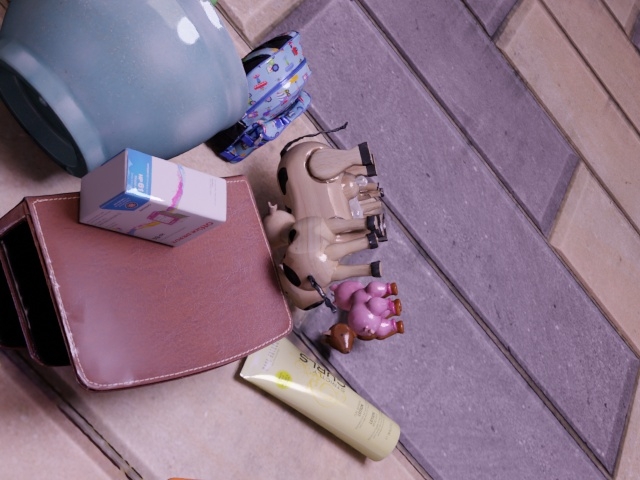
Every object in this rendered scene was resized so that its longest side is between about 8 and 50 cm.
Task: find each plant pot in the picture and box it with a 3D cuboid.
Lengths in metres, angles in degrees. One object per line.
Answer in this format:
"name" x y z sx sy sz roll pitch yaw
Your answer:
"plant pot" -0.254 -0.195 1.079 0.196 0.293 0.293 -44 102 -22

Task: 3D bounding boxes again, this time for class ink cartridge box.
"ink cartridge box" -0.169 -0.041 0.956 0.122 0.089 0.052 15 62 -41

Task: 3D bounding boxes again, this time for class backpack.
"backpack" -0.079 -0.207 1.312 0.117 0.173 0.158 51 41 -11

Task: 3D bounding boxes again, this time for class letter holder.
"letter holder" -0.202 0.062 1.054 0.302 0.152 0.214 -11 78 -48

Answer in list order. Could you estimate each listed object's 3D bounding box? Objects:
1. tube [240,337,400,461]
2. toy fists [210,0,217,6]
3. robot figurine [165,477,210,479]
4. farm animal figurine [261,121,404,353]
"tube" 0.001 0.208 1.245 0.240 0.062 0.070 38 5 -17
"toy fists" -0.202 -0.320 1.217 0.142 0.279 0.096 43 82 -1
"robot figurine" -0.151 0.337 0.964 0.219 0.128 0.158 22 45 -35
"farm animal figurine" 0.000 0.000 1.250 0.330 0.172 0.326 66 16 -64
